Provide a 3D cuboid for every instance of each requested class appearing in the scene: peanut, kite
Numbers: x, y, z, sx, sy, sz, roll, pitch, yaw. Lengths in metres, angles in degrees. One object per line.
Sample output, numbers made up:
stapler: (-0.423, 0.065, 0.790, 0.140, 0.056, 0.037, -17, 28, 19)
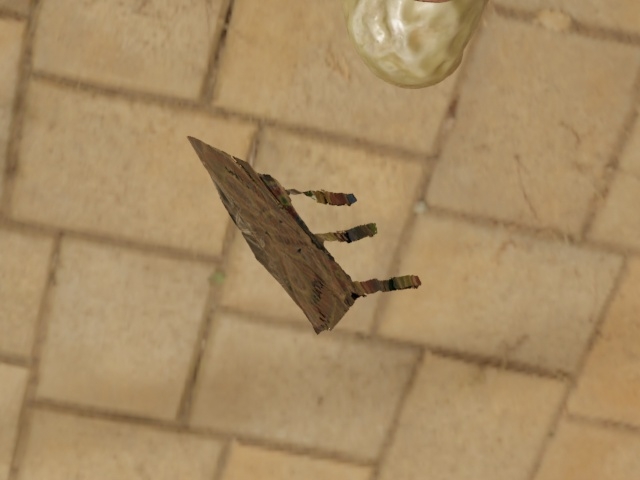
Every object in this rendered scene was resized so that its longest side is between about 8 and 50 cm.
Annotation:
peanut: (0.060, -0.254, 1.034, 0.136, 0.120, 0.298, -12, 106, -14)
kite: (0.000, 0.000, 1.024, 0.015, 0.285, 0.152, -38, 76, 17)

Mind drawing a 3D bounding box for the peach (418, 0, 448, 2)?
peach: (0.048, -0.224, 0.888, 0.152, 0.152, 0.152, -1, 123, -1)
